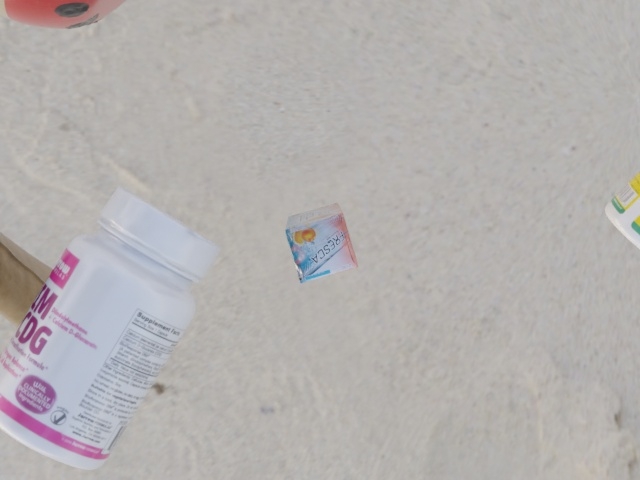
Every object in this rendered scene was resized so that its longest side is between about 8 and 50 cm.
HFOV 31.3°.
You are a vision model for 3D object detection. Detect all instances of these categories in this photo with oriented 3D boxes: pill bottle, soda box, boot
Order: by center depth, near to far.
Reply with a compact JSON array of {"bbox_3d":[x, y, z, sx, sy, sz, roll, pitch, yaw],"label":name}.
[{"bbox_3d":[0.000,0.000,1.205,0.063,0.183,0.058,-16,95,1],"label":"soda box"},{"bbox_3d":[-0.239,0.093,1.266,0.160,0.160,0.283,31,87,10],"label":"pill bottle"},{"bbox_3d":[-0.369,0.074,1.365,0.089,0.269,0.236,-22,53,8],"label":"boot"},{"bbox_3d":[0.512,-0.079,1.604,0.117,0.117,0.208,44,109,7],"label":"pill bottle"}]

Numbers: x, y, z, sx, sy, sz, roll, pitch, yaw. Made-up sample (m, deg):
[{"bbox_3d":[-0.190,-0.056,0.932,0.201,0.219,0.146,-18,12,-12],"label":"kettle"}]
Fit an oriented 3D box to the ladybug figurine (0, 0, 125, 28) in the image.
[{"bbox_3d":[-0.335,-0.417,1.620,0.162,0.449,0.305,41,106,-8],"label":"ladybug figurine"}]
